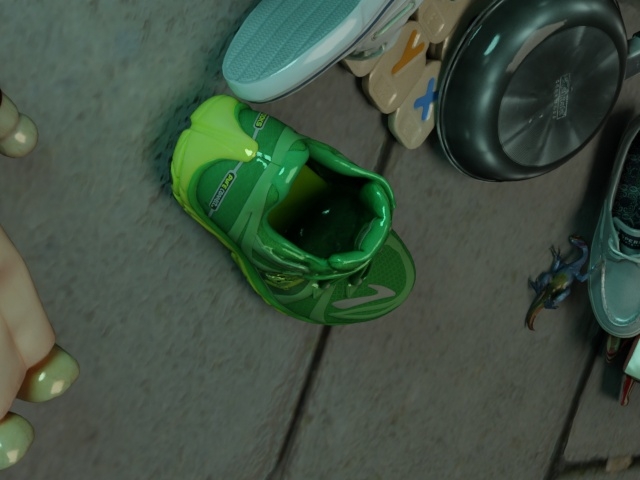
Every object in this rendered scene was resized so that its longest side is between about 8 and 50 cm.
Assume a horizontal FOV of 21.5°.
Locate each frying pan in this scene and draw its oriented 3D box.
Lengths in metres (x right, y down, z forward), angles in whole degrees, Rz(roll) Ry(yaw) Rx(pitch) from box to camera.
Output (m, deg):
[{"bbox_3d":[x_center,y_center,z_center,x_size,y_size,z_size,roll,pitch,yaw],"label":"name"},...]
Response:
[{"bbox_3d":[0.233,-0.128,1.434,0.326,0.053,0.197,2,119,-39],"label":"frying pan"}]

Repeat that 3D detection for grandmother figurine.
[{"bbox_3d":[-0.231,-0.022,0.926,0.208,0.104,0.342,-70,155,-48],"label":"grandmother figurine"}]

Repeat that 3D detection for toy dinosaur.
[{"bbox_3d":[0.234,0.032,1.648,0.082,0.047,0.090,-38,171,-47],"label":"toy dinosaur"}]

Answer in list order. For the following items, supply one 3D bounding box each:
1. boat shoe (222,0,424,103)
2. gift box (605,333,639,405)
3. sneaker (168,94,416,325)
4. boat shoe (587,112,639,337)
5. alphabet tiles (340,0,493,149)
[{"bbox_3d":[0.030,-0.161,1.174,0.226,0.083,0.076,-44,135,-16],"label":"boat shoe"},{"bbox_3d":[0.452,0.092,1.779,0.255,0.258,0.276,-64,166,-6],"label":"gift box"},{"bbox_3d":[0.000,0.000,1.217,0.109,0.123,0.295,-62,146,-7],"label":"sneaker"},{"bbox_3d":[0.303,-0.014,1.639,0.081,0.079,0.227,-22,120,-73],"label":"boat shoe"},{"bbox_3d":[0.112,-0.220,1.327,0.278,0.021,0.284,-56,145,-10],"label":"alphabet tiles"}]
